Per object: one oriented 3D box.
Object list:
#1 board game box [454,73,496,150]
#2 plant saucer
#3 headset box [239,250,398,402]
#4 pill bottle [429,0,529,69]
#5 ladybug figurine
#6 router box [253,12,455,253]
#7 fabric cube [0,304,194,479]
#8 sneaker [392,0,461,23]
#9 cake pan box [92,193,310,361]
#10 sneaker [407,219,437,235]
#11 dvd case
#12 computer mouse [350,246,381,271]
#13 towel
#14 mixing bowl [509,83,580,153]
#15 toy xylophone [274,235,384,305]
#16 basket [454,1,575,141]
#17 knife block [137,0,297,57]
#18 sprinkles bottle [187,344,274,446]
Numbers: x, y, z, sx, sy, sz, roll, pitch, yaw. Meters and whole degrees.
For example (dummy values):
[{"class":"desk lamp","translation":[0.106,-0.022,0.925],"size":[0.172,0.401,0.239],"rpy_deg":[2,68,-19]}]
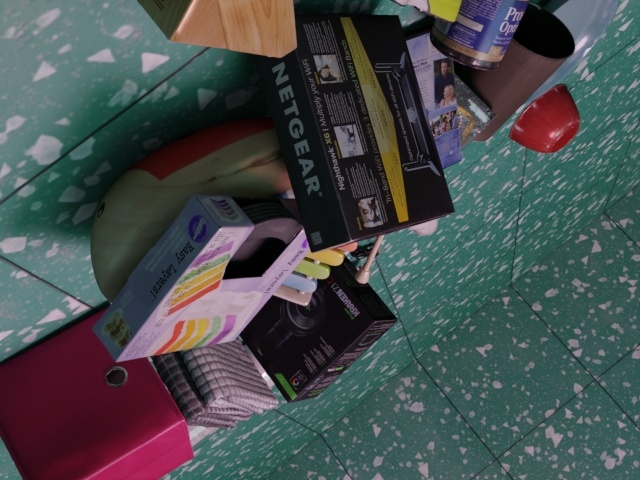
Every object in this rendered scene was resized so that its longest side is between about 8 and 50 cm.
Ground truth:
[{"class":"board game box","translation":[0.204,-0.235,1.445],"size":[0.186,0.026,0.126],"rpy_deg":[40,105,-23]},{"class":"plant saucer","translation":[0.471,-0.403,1.682],"size":[0.317,0.044,0.317],"rpy_deg":[-32,158,-15]},{"class":"headset box","translation":[-0.028,0.170,1.745],"size":[0.283,0.246,0.131],"rpy_deg":[-45,158,18]},{"class":"pill bottle","translation":[0.260,-0.383,1.251],"size":[0.122,0.123,0.219],"rpy_deg":[-16,137,-45]},{"class":"ladybug figurine","translation":[-0.143,-0.058,1.218],"size":[0.449,0.162,0.305],"rpy_deg":[-23,153,-33]},{"class":"router box","translation":[0.051,-0.156,1.145],"size":[0.081,0.309,0.243],"rpy_deg":[-17,178,44]},{"class":"fabric cube","translation":[-0.399,0.313,1.427],"size":[0.258,0.254,0.259],"rpy_deg":[-29,157,-19]},{"class":"sneaker","translation":[0.120,-0.384,1.105],"size":[0.300,0.111,0.121],"rpy_deg":[-10,132,-58]},{"class":"cake pan box","translation":[-0.140,0.044,1.117],"size":[0.267,0.070,0.245],"rpy_deg":[-49,158,23]},{"class":"sneaker","translation":[0.153,-0.062,1.782],"size":[0.169,0.108,0.292],"rpy_deg":[-36,149,-2]},{"class":"dvd case","translation":[0.154,-0.220,1.375],"size":[0.180,0.022,0.253],"rpy_deg":[-25,121,-25]},{"class":"computer mouse","translation":[0.075,0.085,2.022],"size":[0.106,0.042,0.193],"rpy_deg":[-18,145,-51]},{"class":"towel","translation":[-0.225,0.244,1.594],"size":[0.121,0.235,0.283],"rpy_deg":[-37,158,4]},{"class":"mixing bowl","translation":[0.561,-0.278,1.998],"size":[0.181,0.098,0.181],"rpy_deg":[-34,158,-15]},{"class":"toy xylophone","translation":[0.000,0.000,1.534],"size":[0.323,0.236,0.081],"rpy_deg":[103,2,-48]},{"class":"basket","translation":[0.326,-0.303,1.509],"size":[0.204,0.154,0.227],"rpy_deg":[-30,163,-47]},{"class":"knife block","translation":[-0.082,-0.326,0.883],"size":[0.275,0.088,0.242],"rpy_deg":[-7,143,-53]},{"class":"sprinkles bottle","translation":[-0.275,0.398,1.969],"size":[0.355,0.121,0.121],"rpy_deg":[-38,159,-3]}]
